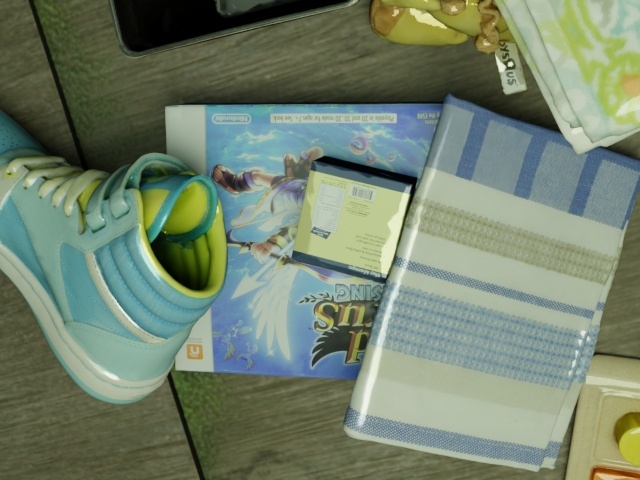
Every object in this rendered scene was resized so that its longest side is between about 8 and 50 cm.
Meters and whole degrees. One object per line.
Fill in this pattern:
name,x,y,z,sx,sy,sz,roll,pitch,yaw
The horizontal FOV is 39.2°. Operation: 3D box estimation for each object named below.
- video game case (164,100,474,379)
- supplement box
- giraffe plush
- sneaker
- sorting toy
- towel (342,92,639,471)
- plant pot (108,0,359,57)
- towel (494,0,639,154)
video game case,0.000,0.000,0.802,0.269,0.061,0.244,1,101,11
supplement box,0.028,-0.018,0.731,0.083,0.056,0.083,15,102,8
giraffe plush,0.112,-0.208,0.685,0.181,0.170,0.210,-31,93,14
sneaker,-0.194,-0.039,0.761,0.319,0.127,0.208,50,126,7
sorting toy,0.308,0.208,0.784,0.348,0.047,0.196,7,101,10
towel,0.145,0.045,0.734,0.209,0.034,0.285,14,96,-22
plant pot,-0.063,-0.255,0.714,0.187,0.167,0.188,-11,99,12
towel,0.240,-0.266,0.502,0.374,0.090,0.320,-28,82,24
